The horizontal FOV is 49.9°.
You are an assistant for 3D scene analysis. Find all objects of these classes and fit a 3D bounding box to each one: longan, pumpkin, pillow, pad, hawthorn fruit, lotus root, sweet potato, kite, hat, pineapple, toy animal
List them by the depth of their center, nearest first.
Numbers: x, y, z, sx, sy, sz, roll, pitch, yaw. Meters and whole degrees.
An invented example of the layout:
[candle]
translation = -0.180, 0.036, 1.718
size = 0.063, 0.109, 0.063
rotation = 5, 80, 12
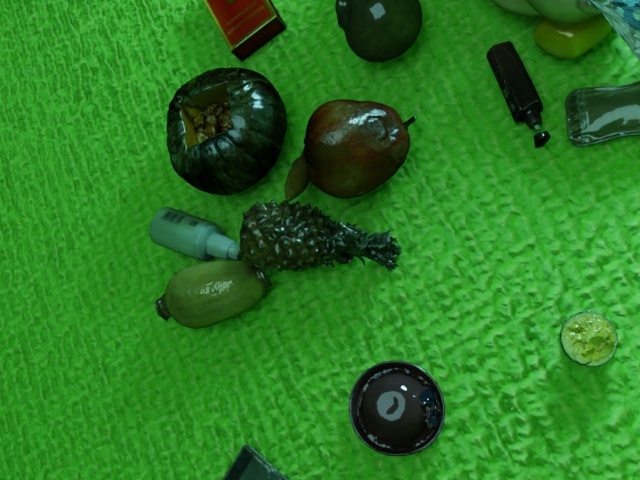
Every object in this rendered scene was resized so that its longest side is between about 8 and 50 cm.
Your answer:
[kite]
translation = 0.637, -0.456, 1.301
size = 0.368, 0.014, 0.406
rotation = 3, 86, -18
[pillow]
translation = 0.609, -0.260, 1.383
size = 0.217, 0.033, 0.130
rotation = -5, 76, 22
[toy animal]
translation = 0.487, -0.573, 1.386
size = 0.277, 0.247, 0.345
rotation = -41, 66, 10
[hat]
translation = 0.151, 0.346, 1.416
size = 0.205, 0.089, 0.206
rotation = -5, 76, 21
[hawthorn fruit]
translation = 0.090, -0.207, 1.501
size = 0.260, 0.224, 0.224
rotation = -15, 73, 6
[pineapple]
translation = 0.000, 0.000, 1.533
size = 0.361, 0.175, 0.175
rotation = 7, 81, 11
[pad]
translation = -0.169, 0.597, 1.535
size = 0.174, 0.022, 0.233
rotation = 35, 94, 25
[longan]
translation = 0.128, -0.504, 1.568
size = 0.204, 0.159, 0.185
rotation = 23, 99, 7
[sweet potato]
translation = -0.046, -0.153, 1.583
size = 0.058, 0.055, 0.202
rotation = -1, 35, 13
[lotus root]
translation = -0.262, 0.126, 1.617
size = 0.303, 0.131, 0.146
rotation = -16, 71, 20
[pumpkin]
translation = -0.228, -0.267, 1.656
size = 0.320, 0.192, 0.321
rotation = -5, 76, 20

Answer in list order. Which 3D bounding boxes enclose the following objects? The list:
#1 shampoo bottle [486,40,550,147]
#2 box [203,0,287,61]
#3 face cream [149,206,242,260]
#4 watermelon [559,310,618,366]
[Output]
[shampoo bottle]
translation = 0.423, -0.309, 1.459
size = 0.067, 0.068, 0.236
rotation = -25, 68, 17
[box]
translation = -0.208, -0.608, 1.793
size = 0.153, 0.074, 0.240
rotation = -35, 68, 17
[face cream]
translation = -0.292, -0.003, 1.677
size = 0.251, 0.101, 0.101
rotation = 19, 86, 25
[watermelon]
translation = 0.508, 0.188, 1.311
size = 0.105, 0.062, 0.106
rotation = -2, 78, 11
